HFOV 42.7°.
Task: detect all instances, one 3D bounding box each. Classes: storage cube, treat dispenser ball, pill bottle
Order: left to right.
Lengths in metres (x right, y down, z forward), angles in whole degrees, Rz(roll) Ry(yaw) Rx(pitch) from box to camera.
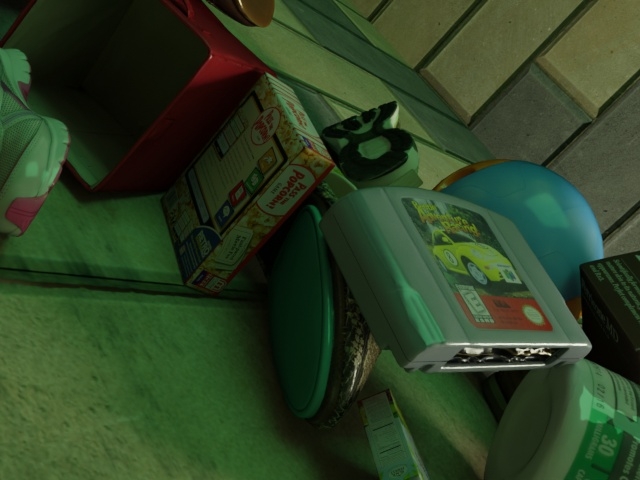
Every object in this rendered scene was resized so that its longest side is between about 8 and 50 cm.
[{"bbox_3d":[-0.192,-0.179,0.872,0.183,0.215,0.193,46,14,9],"label":"storage cube"},{"bbox_3d":[0.272,0.022,1.226,0.288,0.288,0.288,37,21,-17],"label":"treat dispenser ball"},{"bbox_3d":[0.387,0.287,0.916,0.361,0.204,0.204,25,21,-2],"label":"pill bottle"}]

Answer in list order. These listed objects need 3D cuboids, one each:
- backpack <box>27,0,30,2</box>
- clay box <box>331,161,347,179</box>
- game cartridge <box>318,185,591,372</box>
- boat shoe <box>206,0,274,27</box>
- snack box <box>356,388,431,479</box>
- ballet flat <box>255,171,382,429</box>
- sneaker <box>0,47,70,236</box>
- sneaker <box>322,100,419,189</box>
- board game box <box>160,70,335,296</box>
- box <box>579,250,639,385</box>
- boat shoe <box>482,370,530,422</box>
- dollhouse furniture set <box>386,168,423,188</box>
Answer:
[{"bbox_3d":[-0.372,-0.442,0.968,0.276,0.263,0.213,39,44,-5],"label":"backpack"},{"bbox_3d":[-0.016,-0.099,1.268,0.127,0.053,0.222,12,36,-54],"label":"clay box"},{"bbox_3d":[0.138,0.036,0.813,0.294,0.060,0.196,7,43,-44],"label":"game cartridge"},{"bbox_3d":[-0.117,-0.299,0.880,0.073,0.073,0.207,5,-18,23],"label":"boat shoe"},{"bbox_3d":[0.079,0.218,0.744,0.100,0.037,0.141,-106,173,-53],"label":"snack box"},{"bbox_3d":[0.000,0.000,0.914,0.182,0.164,0.482,6,35,-29],"label":"ballet flat"},{"bbox_3d":[-0.295,-0.096,0.683,0.111,0.103,0.252,20,22,-46],"label":"sneaker"},{"bbox_3d":[0.105,-0.128,1.509,0.410,0.158,0.182,-92,163,-65],"label":"sneaker"},{"bbox_3d":[-0.083,-0.060,0.854,0.045,0.193,0.146,26,27,-39],"label":"board game box"},{"bbox_3d":[0.453,0.219,1.110,0.191,0.143,0.381,-100,178,-59],"label":"box"},{"bbox_3d":[0.324,0.273,1.086,0.111,0.104,0.307,26,27,-43],"label":"boat shoe"},{"bbox_3d":[0.091,0.005,1.092,0.123,0.151,0.144,53,35,1],"label":"dollhouse furniture set"}]
